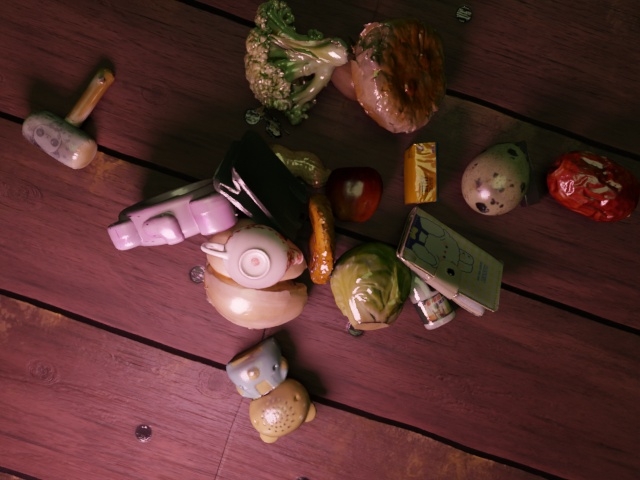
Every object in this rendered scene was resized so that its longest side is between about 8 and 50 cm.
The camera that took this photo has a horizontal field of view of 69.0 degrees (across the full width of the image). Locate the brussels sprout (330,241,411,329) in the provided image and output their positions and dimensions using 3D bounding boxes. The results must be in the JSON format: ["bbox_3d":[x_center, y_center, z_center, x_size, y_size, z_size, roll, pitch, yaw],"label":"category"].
[{"bbox_3d":[0.143,0.124,1.303,0.244,0.244,0.243,0,90,-1],"label":"brussels sprout"}]

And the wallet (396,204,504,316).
[{"bbox_3d":[0.365,0.058,1.313,0.310,0.077,0.223,32,53,-5],"label":"wallet"}]

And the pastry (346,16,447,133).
[{"bbox_3d":[0.219,-0.451,1.284,0.330,0.136,0.329,-9,105,-37],"label":"pastry"}]

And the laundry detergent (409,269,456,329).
[{"bbox_3d":[0.304,0.142,1.368,0.099,0.070,0.225,-27,90,8],"label":"laundry detergent"}]

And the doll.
[{"bbox_3d":[-0.140,0.424,1.316,0.177,0.161,0.260,-29,88,-2],"label":"doll"}]

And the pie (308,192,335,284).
[{"bbox_3d":[0.001,0.000,1.263,0.069,0.273,0.273,0,90,-2],"label":"pie"}]

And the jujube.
[{"bbox_3d":[0.777,-0.153,1.327,0.251,0.174,0.174,31,90,-4],"label":"jujube"}]

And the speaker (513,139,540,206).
[{"bbox_3d":[0.605,-0.198,1.386,0.046,0.040,0.190,-14,90,-3],"label":"speaker"}]

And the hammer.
[{"bbox_3d":[-0.690,-0.371,1.342,0.202,0.113,0.305,33,81,-4],"label":"hammer"}]

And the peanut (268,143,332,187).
[{"bbox_3d":[-0.076,-0.217,1.353,0.228,0.085,0.104,11,110,-2],"label":"peanut"}]

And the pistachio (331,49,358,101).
[{"bbox_3d":[0.083,-0.487,1.349,0.185,0.126,0.108,47,47,2],"label":"pistachio"}]

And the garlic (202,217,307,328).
[{"bbox_3d":[-0.183,0.094,1.290,0.313,0.249,0.285,23,89,8],"label":"garlic"}]

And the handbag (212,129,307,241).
[{"bbox_3d":[-0.141,-0.137,1.209,0.079,0.247,0.260,-31,120,25],"label":"handbag"}]

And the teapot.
[{"bbox_3d":[-0.168,0.037,1.126,0.246,0.116,0.159,17,117,-3],"label":"teapot"}]

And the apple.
[{"bbox_3d":[0.096,-0.130,1.329,0.156,0.147,0.158,1,91,-22],"label":"apple"}]

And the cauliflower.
[{"bbox_3d":[-0.067,-0.488,1.283,0.282,0.260,0.326,-8,124,2],"label":"cauliflower"}]

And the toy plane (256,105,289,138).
[{"bbox_3d":[-0.147,-0.344,1.377,0.049,0.031,0.120,-45,93,-6],"label":"toy plane"}]

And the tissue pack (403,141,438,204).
[{"bbox_3d":[0.288,-0.189,1.341,0.082,0.120,0.169,-1,91,-3],"label":"tissue pack"}]

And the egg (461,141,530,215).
[{"bbox_3d":[0.500,-0.179,1.319,0.177,0.177,0.228,30,74,-1],"label":"egg"}]

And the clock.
[{"bbox_3d":[-0.373,-0.075,1.244,0.323,0.295,0.113,-17,107,1],"label":"clock"}]
